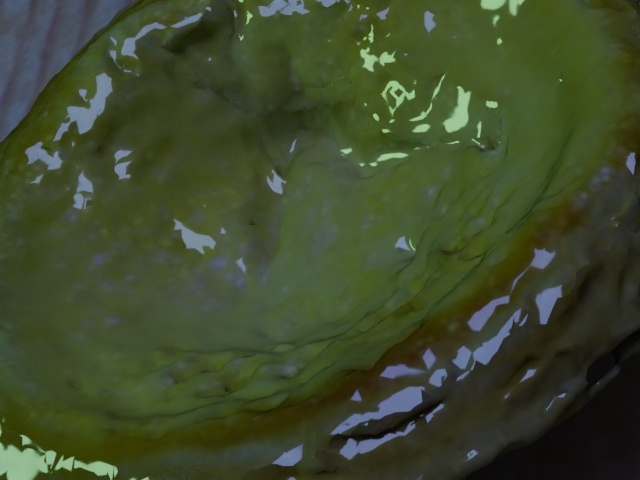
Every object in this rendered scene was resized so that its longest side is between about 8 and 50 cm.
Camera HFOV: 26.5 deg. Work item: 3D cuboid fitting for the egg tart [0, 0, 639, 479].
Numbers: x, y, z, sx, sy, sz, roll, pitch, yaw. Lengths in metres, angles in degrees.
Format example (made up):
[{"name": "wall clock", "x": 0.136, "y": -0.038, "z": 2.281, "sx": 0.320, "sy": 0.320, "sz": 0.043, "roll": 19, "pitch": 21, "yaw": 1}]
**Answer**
[{"name": "egg tart", "x": 0.000, "y": 0.000, "z": 0.516, "sx": 0.315, "sy": 0.120, "sz": 0.315, "roll": -16, "pitch": 45, "yaw": 16}]
